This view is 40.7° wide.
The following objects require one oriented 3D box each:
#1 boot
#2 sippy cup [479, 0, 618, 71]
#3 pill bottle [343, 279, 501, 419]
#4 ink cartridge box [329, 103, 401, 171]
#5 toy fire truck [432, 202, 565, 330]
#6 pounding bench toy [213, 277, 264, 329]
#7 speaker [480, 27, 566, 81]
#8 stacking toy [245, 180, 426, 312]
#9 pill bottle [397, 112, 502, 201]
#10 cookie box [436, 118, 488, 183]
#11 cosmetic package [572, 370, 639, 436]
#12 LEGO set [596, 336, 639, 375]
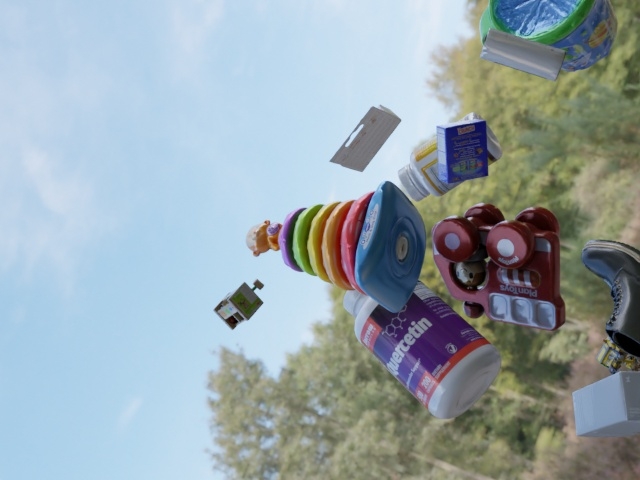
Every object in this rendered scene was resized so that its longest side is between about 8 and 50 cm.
[{"bbox_3d":[0.432,0.083,1.253,0.137,0.198,0.077,-35,-48,-21],"label":"boot"},{"bbox_3d":[0.509,-0.474,1.818,0.224,0.305,0.240,24,-91,-46],"label":"sippy cup"},{"bbox_3d":[0.196,0.195,1.747,0.181,0.323,0.181,-32,-33,-24],"label":"pill bottle"},{"bbox_3d":[0.104,-0.270,2.215,0.181,0.056,0.224,-52,-22,14],"label":"ink cartridge box"},{"bbox_3d":[0.382,0.061,1.881,0.169,0.302,0.254,-22,-68,-50],"label":"toy fire truck"},{"bbox_3d":[-0.140,0.109,1.540,0.065,0.052,0.083,-34,11,47],"label":"pounding bench toy"},{"bbox_3d":[0.342,-0.316,1.464,0.055,0.136,0.055,19,-90,-83],"label":"speaker"},{"bbox_3d":[0.000,0.000,1.372,0.166,0.301,0.175,40,-118,-51],"label":"stacking toy"},{"bbox_3d":[0.277,-0.174,1.873,0.215,0.117,0.117,-33,-3,21],"label":"pill bottle"},{"bbox_3d":[0.268,-0.169,1.628,0.040,0.091,0.107,-148,49,-63],"label":"cookie box"},{"bbox_3d":[0.610,0.330,1.728,0.238,0.127,0.107,108,163,-72],"label":"cosmetic package"},{"bbox_3d":[0.812,0.288,1.998,0.331,0.255,0.192,-89,14,-59],"label":"LEGO set"}]
